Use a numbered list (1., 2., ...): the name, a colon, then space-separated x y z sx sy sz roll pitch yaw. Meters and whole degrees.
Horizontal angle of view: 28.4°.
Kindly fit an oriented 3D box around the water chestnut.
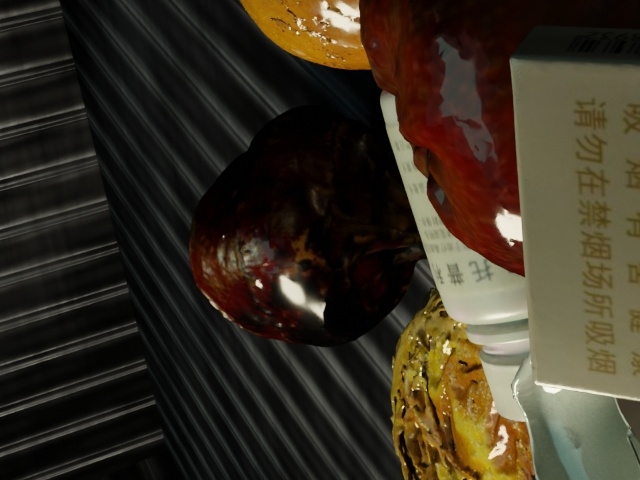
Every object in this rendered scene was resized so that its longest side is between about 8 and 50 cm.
1. water chestnut: 0.000 0.000 1.396 0.244 0.289 0.289 43 150 33

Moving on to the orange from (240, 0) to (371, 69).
1. orange: 0.036 -0.257 1.041 0.240 0.240 0.240 55 157 38

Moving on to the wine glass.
1. wine glass: 0.253 0.113 0.877 0.165 0.196 0.165 53 155 37

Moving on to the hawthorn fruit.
1. hawthorn fruit: 0.175 -0.107 0.793 0.275 0.299 0.275 0 -90 -79

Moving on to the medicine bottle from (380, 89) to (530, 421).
1. medicine bottle: 0.166 -0.013 1.030 0.170 0.170 0.293 3 112 70

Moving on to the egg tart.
1. egg tart: 0.177 0.176 1.294 0.297 0.132 0.297 25 120 54

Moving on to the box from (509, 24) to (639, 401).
1. box: 0.275 0.005 0.598 0.365 0.051 0.204 6 123 25
